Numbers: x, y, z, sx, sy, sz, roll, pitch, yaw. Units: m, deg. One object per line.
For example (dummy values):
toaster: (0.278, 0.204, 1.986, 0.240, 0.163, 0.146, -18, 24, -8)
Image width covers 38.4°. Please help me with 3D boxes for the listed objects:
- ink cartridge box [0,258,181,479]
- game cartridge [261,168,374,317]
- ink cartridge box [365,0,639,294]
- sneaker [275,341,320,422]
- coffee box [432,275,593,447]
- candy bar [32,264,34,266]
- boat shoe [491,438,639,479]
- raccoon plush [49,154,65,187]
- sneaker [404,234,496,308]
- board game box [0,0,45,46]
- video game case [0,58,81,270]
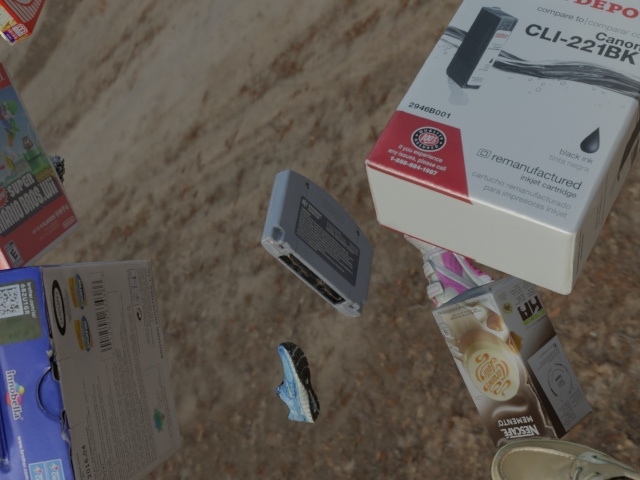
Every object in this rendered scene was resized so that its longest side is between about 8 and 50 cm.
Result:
ink cartridge box: (-0.303, 0.162, 1.047, 0.395, 0.151, 0.269, -1, -99, -83)
game cartridge: (0.000, 0.000, 1.842, 0.062, 0.297, 0.198, -22, 43, 30)
ink cartridge box: (0.194, -0.116, 0.861, 0.197, 0.114, 0.272, 22, 65, 22)
sneaker: (-0.057, 0.271, 1.732, 0.073, 0.063, 0.162, -12, 97, 20)
coffee box: (0.301, 0.190, 1.452, 0.141, 0.098, 0.246, -26, 90, 51)
candy bar: (-0.487, -0.013, 1.464, 0.040, 0.018, 0.161, -10, 101, 49)
boat shoe: (0.370, 0.334, 1.215, 0.302, 0.098, 0.109, 15, 80, 25)
raccoon plush: (-0.699, -0.091, 1.739, 0.299, 0.446, 0.216, -36, 53, 24)
sneaker: (0.239, 0.070, 1.736, 0.111, 0.103, 0.252, -43, 70, -2)
board game box: (-0.503, -0.409, 1.388, 0.045, 0.193, 0.146, -25, 38, 18)
video game case: (-0.466, -0.108, 1.352, 0.025, 0.285, 0.204, -15, 19, 20)
